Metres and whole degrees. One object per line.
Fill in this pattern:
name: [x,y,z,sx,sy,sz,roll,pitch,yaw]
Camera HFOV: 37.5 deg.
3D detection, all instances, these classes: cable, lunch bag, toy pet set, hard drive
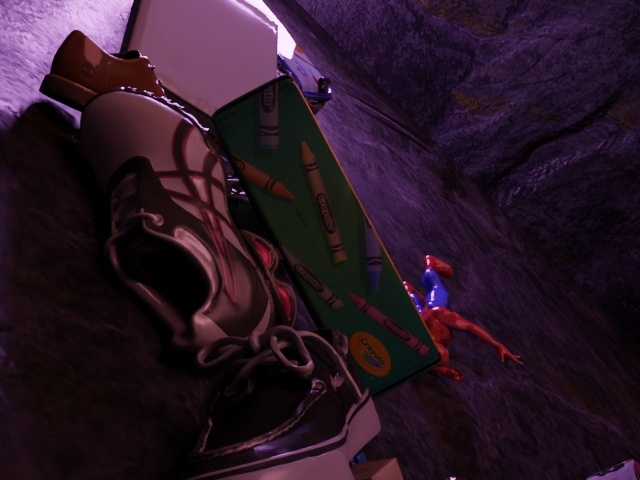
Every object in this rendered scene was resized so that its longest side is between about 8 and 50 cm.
cable: [-0.093,-0.066,0.997,0.287,0.072,0.139,30,20,-48]
lunch bag: [-0.117,-0.286,1.415,0.303,0.115,0.243,49,17,9]
toy pet set: [0.032,0.221,0.683,0.122,0.065,0.114,-20,91,-56]
hard drive: [-0.142,-0.235,1.167,0.203,0.040,0.308,31,35,-26]

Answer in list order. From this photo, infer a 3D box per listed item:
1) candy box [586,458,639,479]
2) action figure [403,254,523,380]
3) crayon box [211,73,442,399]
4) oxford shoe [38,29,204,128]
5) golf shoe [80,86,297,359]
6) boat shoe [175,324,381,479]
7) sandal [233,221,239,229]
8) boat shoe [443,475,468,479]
candy box: [0.417,0.402,1.138,0.159,0.071,0.233,35,32,-39]
action figure: [0.171,0.118,1.221,0.139,0.091,0.280,37,16,-4]
crayon box: [0.000,0.000,0.868,0.278,0.081,0.165,62,-4,-1]
oxford shoe: [-0.173,-0.139,0.918,0.076,0.076,0.212,16,-5,31]
golf shoe: [-0.125,-0.024,0.756,0.273,0.105,0.120,52,22,18]
boat shoe: [-0.025,0.107,0.617,0.306,0.113,0.105,-7,81,-72]
sandal: [-0.106,-0.010,0.856,0.179,0.040,0.067,56,-24,-8]
boat shoe: [0.207,0.280,0.908,0.257,0.095,0.095,37,18,-33]
